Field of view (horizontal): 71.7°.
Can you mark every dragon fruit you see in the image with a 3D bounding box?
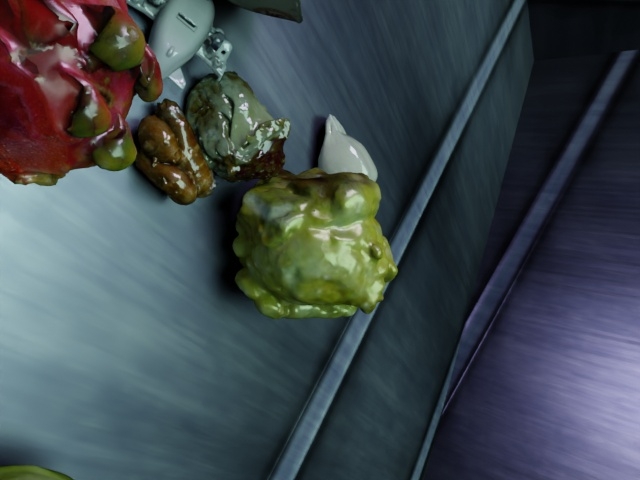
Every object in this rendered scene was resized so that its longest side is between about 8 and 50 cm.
[{"bbox_3d":[-0.280,-0.214,0.434,0.227,0.243,0.308,-6,109,-16],"label":"dragon fruit"}]

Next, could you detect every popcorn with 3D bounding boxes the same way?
[{"bbox_3d":[-0.006,0.013,0.844,0.312,0.311,0.313,-16,109,-53],"label":"popcorn"}]

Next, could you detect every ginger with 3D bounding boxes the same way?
[{"bbox_3d":[-0.228,-0.123,0.670,0.103,0.073,0.162,-57,134,-52],"label":"ginger"}]

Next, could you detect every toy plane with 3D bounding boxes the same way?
[{"bbox_3d":[-0.211,-0.301,0.649,0.173,0.080,0.174,3,86,-38],"label":"toy plane"}]

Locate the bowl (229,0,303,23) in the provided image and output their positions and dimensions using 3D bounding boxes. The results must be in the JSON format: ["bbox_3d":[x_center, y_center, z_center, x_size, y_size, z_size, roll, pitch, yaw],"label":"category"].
[{"bbox_3d":[-0.136,-0.462,0.606,0.337,0.157,0.338,-14,90,-89],"label":"bowl"}]

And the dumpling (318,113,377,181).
[{"bbox_3d":[0.065,-0.175,1.060,0.252,0.131,0.179,66,21,-8],"label":"dumpling"}]

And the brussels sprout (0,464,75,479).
[{"bbox_3d":[-0.360,0.373,0.450,0.259,0.227,0.295,-40,137,-26],"label":"brussels sprout"}]

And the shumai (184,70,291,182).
[{"bbox_3d":[-0.127,-0.188,0.739,0.184,0.141,0.184,-23,118,-54],"label":"shumai"}]
